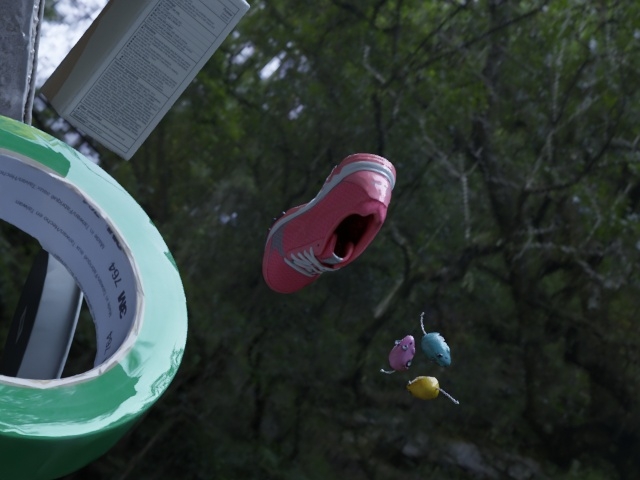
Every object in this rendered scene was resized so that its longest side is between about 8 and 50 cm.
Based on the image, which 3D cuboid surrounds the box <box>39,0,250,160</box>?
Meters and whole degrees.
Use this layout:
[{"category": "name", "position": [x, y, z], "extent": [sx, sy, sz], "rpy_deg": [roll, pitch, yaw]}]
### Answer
[{"category": "box", "position": [-0.270, -0.296, 1.679], "extent": [0.148, 0.311, 0.121], "rpy_deg": [38, 3, -39]}]

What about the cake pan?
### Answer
[{"category": "cake pan", "position": [-0.401, 0.131, 1.556], "extent": [0.054, 0.293, 0.293], "rpy_deg": [18, -27, -20]}]

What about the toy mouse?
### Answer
[{"category": "toy mouse", "position": [0.159, 0.190, 1.805], "extent": [0.161, 0.143, 0.031], "rpy_deg": [2, -3, 43]}]

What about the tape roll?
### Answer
[{"category": "tape roll", "position": [-0.262, 0.035, 0.871], "extent": [0.321, 0.321, 0.077], "rpy_deg": [41, -57, -4]}]

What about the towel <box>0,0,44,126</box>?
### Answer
[{"category": "towel", "position": [-0.452, -0.216, 1.375], "extent": [0.187, 0.282, 0.049], "rpy_deg": [6, 1, 5]}]

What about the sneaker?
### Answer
[{"category": "sneaker", "position": [0.000, 0.000, 1.717], "extent": [0.116, 0.136, 0.314], "rpy_deg": [27, -52, -21]}]
